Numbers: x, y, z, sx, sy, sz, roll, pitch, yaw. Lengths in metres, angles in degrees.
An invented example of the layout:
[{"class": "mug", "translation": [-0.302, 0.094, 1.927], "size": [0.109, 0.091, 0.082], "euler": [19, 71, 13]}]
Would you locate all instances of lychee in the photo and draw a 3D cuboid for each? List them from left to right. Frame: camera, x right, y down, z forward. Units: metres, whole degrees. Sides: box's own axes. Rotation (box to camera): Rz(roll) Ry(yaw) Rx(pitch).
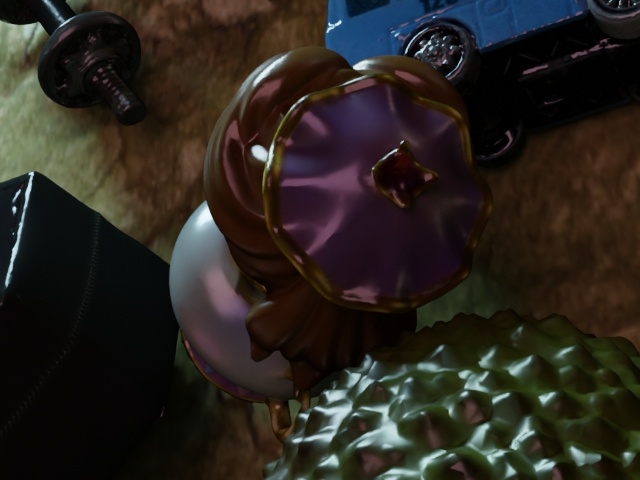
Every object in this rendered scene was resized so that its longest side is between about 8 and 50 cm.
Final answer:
[{"class": "lychee", "translation": [0.083, 0.163, 0.571], "size": [0.270, 0.270, 0.320], "euler": [-42, 39, 7]}]

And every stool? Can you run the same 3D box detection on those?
[{"class": "stool", "translation": [-0.202, 0.076, 0.802], "size": [0.232, 0.141, 0.232], "euler": [-34, 31, 25]}]

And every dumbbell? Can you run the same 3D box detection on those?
[{"class": "dumbbell", "translation": [-0.198, -0.167, 0.978], "size": [0.081, 0.081, 0.254], "euler": [-44, 55, 5]}]

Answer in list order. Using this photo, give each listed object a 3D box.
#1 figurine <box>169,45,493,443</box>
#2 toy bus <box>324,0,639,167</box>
[{"class": "figurine", "translation": [0.000, 0.000, 0.690], "size": [0.142, 0.263, 0.189], "euler": [1, 65, -18]}, {"class": "toy bus", "translation": [0.120, -0.133, 0.770], "size": [0.234, 0.116, 0.133], "euler": [-16, 62, 20]}]
